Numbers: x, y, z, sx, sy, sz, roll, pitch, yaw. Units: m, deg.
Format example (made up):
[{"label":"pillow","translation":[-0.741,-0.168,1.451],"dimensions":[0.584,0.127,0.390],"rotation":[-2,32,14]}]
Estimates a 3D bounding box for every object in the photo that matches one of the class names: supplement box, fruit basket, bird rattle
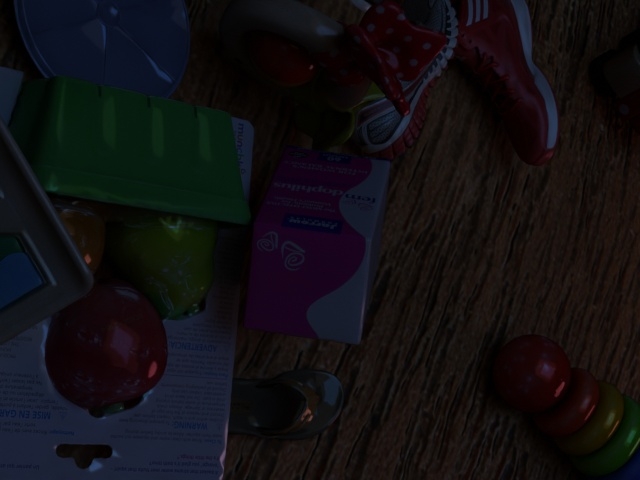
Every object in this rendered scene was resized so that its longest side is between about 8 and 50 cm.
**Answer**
[{"label":"supplement box","translation":[0.000,0.000,1.514],"dimensions":[0.220,0.111,0.113],"rotation":[-75,172,-65]},{"label":"fruit basket","translation":[-0.207,0.039,1.412],"dimensions":[0.327,0.165,0.353],"rotation":[8,90,-40]},{"label":"bird rattle","translation":[-0.007,-0.173,1.564],"dimensions":[0.207,0.253,0.143],"rotation":[26,81,-4]}]

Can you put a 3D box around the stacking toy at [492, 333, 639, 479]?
[{"label":"stacking toy","translation":[0.327,0.222,1.845],"dimensions":[0.330,0.141,0.141],"rotation":[39,57,-20]}]

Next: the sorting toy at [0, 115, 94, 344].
[{"label":"sorting toy","translation":[-0.315,0.006,1.265],"dimensions":[0.208,0.038,0.193],"rotation":[-30,90,2]}]

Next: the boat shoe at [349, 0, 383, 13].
[{"label":"boat shoe","translation":[0.028,-0.366,1.636],"dimensions":[0.116,0.099,0.319],"rotation":[32,32,-39]}]

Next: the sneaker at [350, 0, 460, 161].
[{"label":"sneaker","translation":[0.084,-0.198,1.740],"dimensions":[0.093,0.088,0.225],"rotation":[37,58,-28]}]

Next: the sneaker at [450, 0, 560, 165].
[{"label":"sneaker","translation":[0.196,-0.190,1.856],"dimensions":[0.128,0.087,0.221],"rotation":[-3,70,-34]}]

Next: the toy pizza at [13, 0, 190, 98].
[{"label":"toy pizza","translation":[-0.212,-0.214,1.518],"dimensions":[0.201,0.032,0.201],"rotation":[12,71,-39]}]

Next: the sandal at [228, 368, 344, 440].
[{"label":"sandal","translation":[-0.041,0.162,1.569],"dimensions":[0.180,0.049,0.072],"rotation":[4,78,-41]}]

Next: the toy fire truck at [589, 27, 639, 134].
[{"label":"toy fire truck","translation":[0.485,-0.176,2.070],"dimensions":[0.217,0.158,0.246],"rotation":[-36,94,-41]}]
